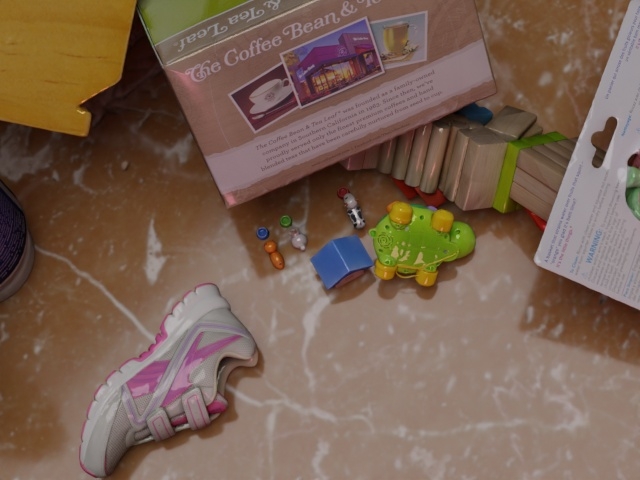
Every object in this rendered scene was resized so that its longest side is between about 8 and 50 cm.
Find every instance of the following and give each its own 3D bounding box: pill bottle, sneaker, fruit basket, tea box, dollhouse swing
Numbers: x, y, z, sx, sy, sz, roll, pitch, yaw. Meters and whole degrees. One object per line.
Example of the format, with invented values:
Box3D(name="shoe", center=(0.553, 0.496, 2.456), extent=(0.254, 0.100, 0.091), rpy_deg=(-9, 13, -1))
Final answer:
Box3D(name="pill bottle", center=(-0.411, -0.018, 1.666), extent=(0.153, 0.264, 0.153), rpy_deg=(-2, 73, 5))
Box3D(name="sneaker", center=(-0.165, 0.171, 1.677), extent=(0.111, 0.103, 0.252), rpy_deg=(38, 81, 15))
Box3D(name="fruit basket", center=(0.438, -0.049, 1.635), extent=(0.353, 0.165, 0.327), rpy_deg=(22, 77, 0))
Box3D(name="tea box", center=(-0.028, -0.262, 1.668), extent=(0.329, 0.220, 0.323), rpy_deg=(-23, 43, -1))
Box3D(name="dollhouse swing", center=(-0.344, -0.326, 1.659), extent=(0.315, 0.305, 0.346), rpy_deg=(12, 100, -6))

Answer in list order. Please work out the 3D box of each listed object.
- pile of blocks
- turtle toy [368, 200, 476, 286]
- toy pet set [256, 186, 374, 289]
Box3D(name="pile of blocks", center=(0.168, -0.089, 1.739), extent=(0.362, 0.149, 0.112), rpy_deg=(22, 120, 19))
Box3D(name="turtle toy", center=(0.116, -0.002, 1.714), extent=(0.130, 0.066, 0.095), rpy_deg=(9, 115, -14))
Box3D(name="toy pet set", center=(0.000, 0.000, 1.732), extent=(0.122, 0.065, 0.114), rpy_deg=(-28, 74, -3))
